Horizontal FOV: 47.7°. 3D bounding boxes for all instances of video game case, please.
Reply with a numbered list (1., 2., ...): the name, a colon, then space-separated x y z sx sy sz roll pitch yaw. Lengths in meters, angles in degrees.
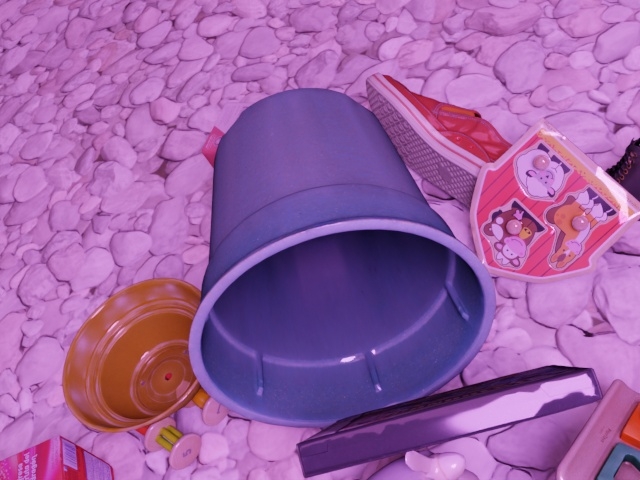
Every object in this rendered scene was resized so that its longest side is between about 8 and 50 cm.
1. video game case: 0.131 0.180 0.758 0.275 0.248 0.035 -17 78 7

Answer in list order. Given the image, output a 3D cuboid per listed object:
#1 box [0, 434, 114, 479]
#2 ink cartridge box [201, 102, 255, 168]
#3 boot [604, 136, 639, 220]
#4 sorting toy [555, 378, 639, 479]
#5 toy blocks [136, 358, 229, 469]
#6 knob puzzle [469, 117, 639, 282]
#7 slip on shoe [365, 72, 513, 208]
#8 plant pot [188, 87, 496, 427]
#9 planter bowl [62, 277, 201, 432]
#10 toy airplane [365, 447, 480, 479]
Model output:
1. box: -0.325 0.390 0.878 0.123 0.128 0.257 -25 51 5
2. ink cartridge box: -0.086 -0.169 1.219 0.198 0.067 0.115 6 59 28
3. boot: 0.370 -0.086 0.919 0.198 0.137 0.077 -3 55 22
4. sorting toy: 0.340 0.210 0.663 0.196 0.047 0.348 27 37 28
5. toy blocks: -0.210 0.226 0.995 0.148 0.054 0.123 24 68 34
6. knob puzzle: 0.274 -0.027 0.917 0.213 0.030 0.213 5 103 21
7. slip on shoe: 0.186 -0.151 1.063 0.101 0.123 0.331 -37 55 -15
8. plant pot: 0.000 0.000 0.915 0.341 0.341 0.334 -22 42 7
9. planter bowl: -0.218 0.163 0.950 0.217 0.090 0.217 -11 52 15
10. toy airplane: 0.066 0.368 0.632 0.384 0.272 0.386 -37 32 -19
